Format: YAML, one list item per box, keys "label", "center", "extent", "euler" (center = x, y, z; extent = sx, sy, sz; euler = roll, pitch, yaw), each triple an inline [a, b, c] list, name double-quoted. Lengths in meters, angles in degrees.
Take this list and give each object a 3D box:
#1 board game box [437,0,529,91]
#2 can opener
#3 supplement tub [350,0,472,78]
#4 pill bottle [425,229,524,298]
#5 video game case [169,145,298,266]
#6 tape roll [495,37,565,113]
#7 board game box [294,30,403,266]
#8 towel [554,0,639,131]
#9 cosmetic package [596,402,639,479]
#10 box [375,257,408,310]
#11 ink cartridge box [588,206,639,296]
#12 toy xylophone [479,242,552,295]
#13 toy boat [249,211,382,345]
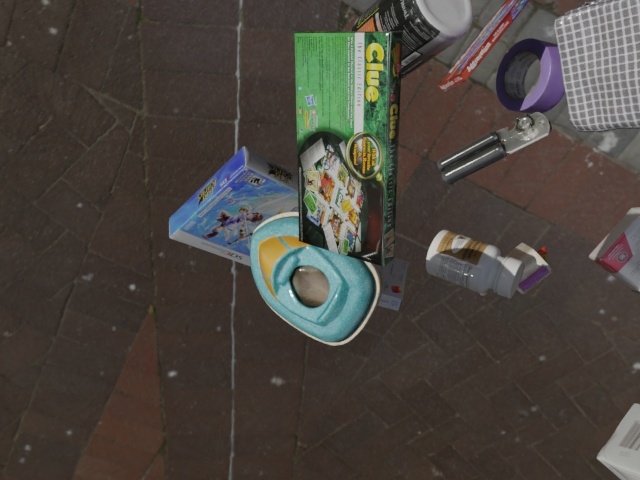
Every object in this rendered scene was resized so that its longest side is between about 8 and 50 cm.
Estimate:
- label: "board game box"
  center: [0.400, -0.486, 1.345]
  extent: [0.027, 0.145, 0.281]
  euler: [39, 89, -8]
- label: "can opener"
  center: [0.438, -0.222, 1.401]
  extent: [0.283, 0.076, 0.095]
  euler: [-27, 148, 23]
- label: "supplement tub"
  center: [0.213, -0.549, 1.475]
  extent: [0.207, 0.207, 0.338]
  euler: [34, 155, -21]
- label: "pill bottle"
  center: [0.408, 0.065, 1.484]
  extent: [0.229, 0.131, 0.131]
  euler: [21, 124, 29]
- label: "video game case"
  center: [-0.145, -0.054, 1.192]
  extent: [0.244, 0.061, 0.269]
  euler: [22, 135, -39]
- label: "tape roll"
  center: [0.569, -0.439, 1.507]
  extent: [0.080, 0.189, 0.189]
  euler: [0, 122, -27]
- label: "board game box"
  center: [0.029, -0.108, 0.657]
  extent: [0.030, 0.136, 0.260]
  euler: [-22, 120, -44]
- label: "towel"
  center: [0.629, -0.374, 1.176]
  extent: [0.121, 0.235, 0.284]
  euler: [-23, 106, -23]
- label: "cosmetic package"
  center: [0.745, 0.490, 1.022]
  extent: [0.385, 0.217, 0.156]
  euler: [40, 82, 11]
- label: "box"
  center: [0.090, 0.072, 1.206]
  extent: [0.186, 0.145, 0.038]
  euler: [13, 123, 6]
- label: "ink cartridge box"
  center: [0.997, 0.066, 1.673]
  extent: [0.283, 0.117, 0.207]
  euler: [40, 98, 4]
- label: "toy xylophone"
  center: [0.618, 0.099, 1.795]
  extent: [0.236, 0.322, 0.081]
  euler: [-41, 87, 20]
- label: "toy boat"
  center: [0.000, 0.000, 0.932]
  extent: [0.267, 0.148, 0.318]
  euler: [32, 104, 25]
